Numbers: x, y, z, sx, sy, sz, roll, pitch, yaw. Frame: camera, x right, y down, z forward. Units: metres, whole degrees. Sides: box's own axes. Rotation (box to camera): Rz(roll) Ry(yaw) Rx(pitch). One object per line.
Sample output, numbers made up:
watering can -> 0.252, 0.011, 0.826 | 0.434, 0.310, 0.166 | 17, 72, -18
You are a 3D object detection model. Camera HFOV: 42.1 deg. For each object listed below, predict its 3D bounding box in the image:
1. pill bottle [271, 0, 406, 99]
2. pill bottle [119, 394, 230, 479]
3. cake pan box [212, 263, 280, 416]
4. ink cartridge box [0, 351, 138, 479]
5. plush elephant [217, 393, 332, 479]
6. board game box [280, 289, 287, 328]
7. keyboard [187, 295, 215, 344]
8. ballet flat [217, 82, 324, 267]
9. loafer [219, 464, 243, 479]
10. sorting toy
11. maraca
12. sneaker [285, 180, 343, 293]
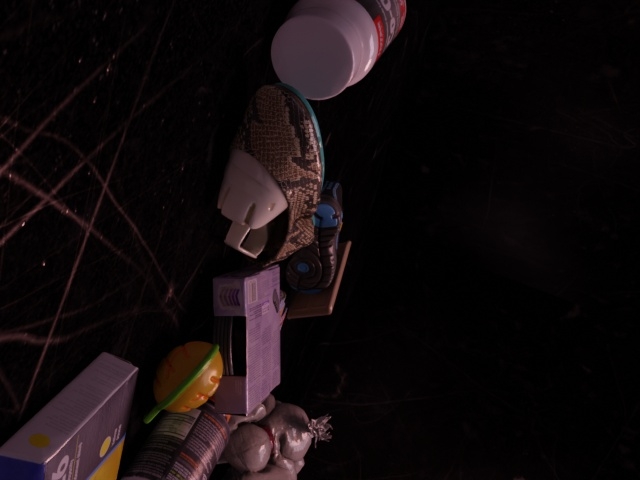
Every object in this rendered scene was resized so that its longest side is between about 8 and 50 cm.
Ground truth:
pill bottle -> 0.033, -0.348, 1.373 | 0.283, 0.161, 0.161 | -59, 167, -52
pill bottle -> -0.242, 0.369, 1.469 | 0.245, 0.130, 0.130 | -59, 167, -49
cake pan box -> -0.133, 0.176, 1.545 | 0.267, 0.070, 0.245 | -24, 112, -79
ink cartridge box -> -0.337, 0.334, 1.004 | 0.307, 0.072, 0.303 | -56, 165, -65
plush elephant -> -0.158, 0.511, 2.070 | 0.330, 0.255, 0.272 | -31, -111, 47
board game box -> -0.129, 0.198, 2.031 | 0.194, 0.060, 0.194 | -50, 160, -66
keyboard -> -0.217, 0.219, 1.616 | 0.201, 0.033, 0.317 | -51, 162, -46
ballet flat -> -0.090, -0.065, 1.387 | 0.182, 0.164, 0.483 | -46, 166, -17
loafer -> -0.264, 0.705, 2.413 | 0.078, 0.076, 0.223 | -34, -179, 5
sorting toy -> 0.013, 0.071, 2.304 | 0.229, 0.041, 0.307 | -17, -129, 55
maraca -> -0.229, 0.235, 1.368 | 0.186, 0.099, 0.127 | -44, -178, 29
sneaker -> 0.000, 0.000, 2.159 | 0.139, 0.125, 0.341 | -71, 180, -49
